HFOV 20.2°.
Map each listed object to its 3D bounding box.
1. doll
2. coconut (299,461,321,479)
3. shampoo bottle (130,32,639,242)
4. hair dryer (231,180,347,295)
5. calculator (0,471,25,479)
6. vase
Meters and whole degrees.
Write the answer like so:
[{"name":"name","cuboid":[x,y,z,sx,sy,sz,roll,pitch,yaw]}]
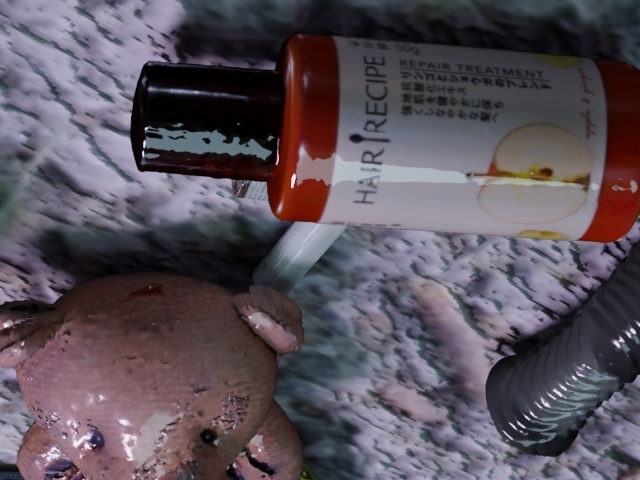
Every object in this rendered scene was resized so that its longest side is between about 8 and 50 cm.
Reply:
[{"name":"doll","cuboid":[-0.104,0.156,1.178,0.201,0.156,0.303,-4,132,0]},{"name":"coconut","cuboid":[-0.058,0.186,1.323,0.133,0.055,0.158,-37,118,24]},{"name":"shampoo bottle","cuboid":[0.035,-0.058,0.988,0.278,0.104,0.104,4,141,-9]},{"name":"hair dryer","cuboid":[0.007,0.002,1.121,0.155,0.044,0.183,8,145,-13]},{"name":"calculator","cuboid":[-0.275,0.184,1.336,0.172,0.018,0.057,6,139,-12]},{"name":"vase","cuboid":[0.198,0.054,1.153,0.115,0.115,0.237,16,143,-23]}]
